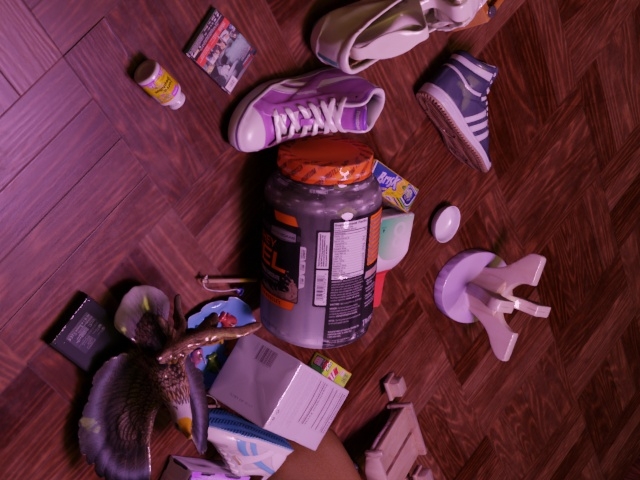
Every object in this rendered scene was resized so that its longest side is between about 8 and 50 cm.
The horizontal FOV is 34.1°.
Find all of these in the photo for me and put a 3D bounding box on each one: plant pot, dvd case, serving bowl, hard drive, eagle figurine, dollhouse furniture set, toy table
[{"bbox_3d":[0.007,0.534,2.033,0.237,0.254,0.237,-24,137,-24],"label":"plant pot"},{"bbox_3d":[-0.156,-0.297,1.645,0.087,0.013,0.119,-59,140,-7],"label":"dvd case"},{"bbox_3d":[0.264,-0.038,2.240,0.083,0.027,0.083,-25,127,-39],"label":"serving bowl"},{"bbox_3d":[-0.361,0.153,1.643,0.094,0.022,0.135,-54,140,-14],"label":"hard drive"},{"bbox_3d":[-0.253,0.242,1.677,0.225,0.226,0.298,-81,-166,-46],"label":"eagle figurine"},{"bbox_3d":[0.097,0.519,2.270,0.303,0.174,0.355,-45,123,-55],"label":"dollhouse furniture set"},{"bbox_3d":[0.399,0.130,2.377,0.274,0.161,0.252,-7,115,-47],"label":"toy table"}]

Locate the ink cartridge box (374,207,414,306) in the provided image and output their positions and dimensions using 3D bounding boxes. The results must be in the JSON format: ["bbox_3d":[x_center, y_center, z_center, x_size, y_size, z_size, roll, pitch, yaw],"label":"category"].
[{"bbox_3d":[0.095,0.053,2.081,0.181,0.056,0.225,-12,116,-44],"label":"ink cartridge box"}]

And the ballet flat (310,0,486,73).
[{"bbox_3d":[0.177,-0.391,1.774,0.400,0.139,0.139,-28,132,-8],"label":"ballet flat"}]

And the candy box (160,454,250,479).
[{"bbox_3d":[-0.239,0.505,1.925,0.165,0.070,0.196,22,92,-51],"label":"candy box"}]

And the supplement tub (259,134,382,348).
[{"bbox_3d":[0.000,0.000,1.822,0.207,0.207,0.338,-20,123,-41],"label":"supplement tub"}]

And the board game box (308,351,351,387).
[{"bbox_3d":[-0.019,0.324,2.100,0.181,0.043,0.092,-59,141,-7],"label":"board game box"}]

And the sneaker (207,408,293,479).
[{"bbox_3d":[-0.152,0.379,1.916,0.228,0.087,0.092,31,97,-38],"label":"sneaker"}]

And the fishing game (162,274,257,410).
[{"bbox_3d":[-0.181,0.189,1.850,0.189,0.041,0.264,8,105,-50],"label":"fishing game"}]

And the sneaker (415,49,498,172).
[{"bbox_3d":[0.309,-0.265,2.117,0.153,0.099,0.282,-54,137,-11],"label":"sneaker"}]

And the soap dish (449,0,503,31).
[{"bbox_3d":[0.308,-0.564,1.943,0.291,0.118,0.229,-54,140,-15],"label":"soap dish"}]

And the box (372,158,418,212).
[{"bbox_3d":[0.118,-0.110,2.014,0.169,0.059,0.054,28,85,-51],"label":"box"}]

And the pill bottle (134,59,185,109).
[{"bbox_3d":[-0.238,-0.231,1.562,0.043,0.043,0.083,-58,141,-9],"label":"pill bottle"}]

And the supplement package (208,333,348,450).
[{"bbox_3d":[-0.072,0.279,1.917,0.134,0.139,0.244,-59,152,-7],"label":"supplement package"}]

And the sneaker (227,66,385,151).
[{"bbox_3d":[-0.011,-0.213,1.738,0.282,0.161,0.102,-32,132,-32],"label":"sneaker"}]

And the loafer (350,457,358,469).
[{"bbox_3d":[0.021,0.568,2.244,0.076,0.078,0.223,9,103,-50],"label":"loafer"}]
